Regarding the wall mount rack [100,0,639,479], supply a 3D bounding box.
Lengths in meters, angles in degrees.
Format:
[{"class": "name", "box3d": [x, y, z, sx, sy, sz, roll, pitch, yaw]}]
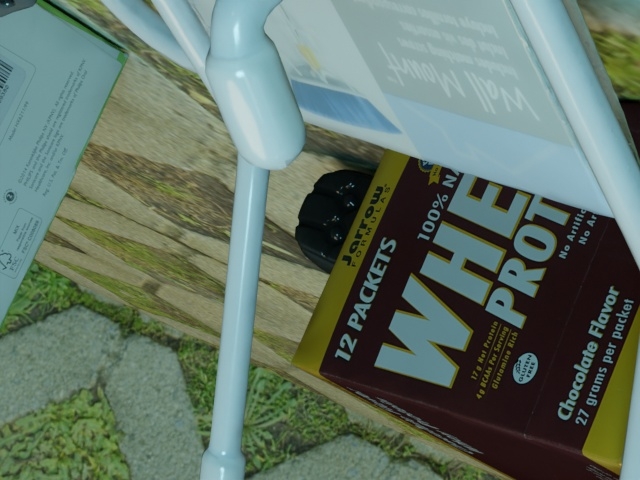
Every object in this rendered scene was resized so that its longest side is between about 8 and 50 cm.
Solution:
[{"class": "wall mount rack", "box3d": [0.000, 0.000, 0.546, 0.350, 0.130, 0.304, 23, 152, 47]}]

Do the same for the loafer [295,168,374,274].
[{"class": "loafer", "box3d": [0.090, 0.024, 0.883, 0.223, 0.076, 0.078, 25, 178, 30]}]

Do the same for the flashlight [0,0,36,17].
[{"class": "flashlight", "box3d": [-0.233, -0.156, 0.602, 0.304, 0.103, 0.103, 34, -155, -58]}]

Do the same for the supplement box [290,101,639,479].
[{"class": "supplement box", "box3d": [0.134, 0.043, 0.675, 0.191, 0.129, 0.194, 30, 169, -33]}]

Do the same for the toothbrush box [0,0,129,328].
[{"class": "toothbrush box", "box3d": [-0.262, -0.049, 0.943, 0.122, 0.206, 0.283, 31, 170, -37]}]
